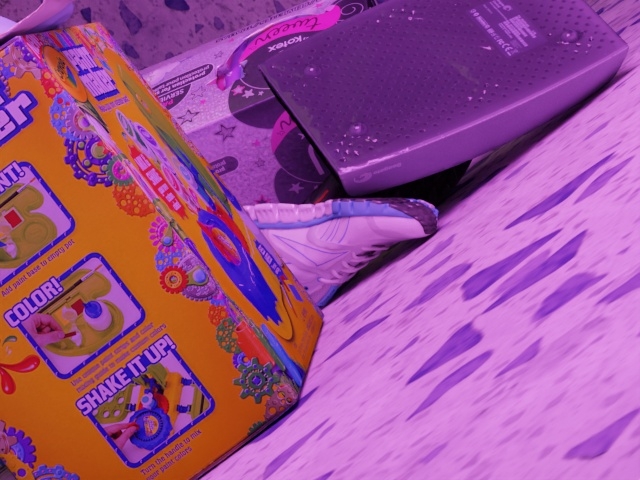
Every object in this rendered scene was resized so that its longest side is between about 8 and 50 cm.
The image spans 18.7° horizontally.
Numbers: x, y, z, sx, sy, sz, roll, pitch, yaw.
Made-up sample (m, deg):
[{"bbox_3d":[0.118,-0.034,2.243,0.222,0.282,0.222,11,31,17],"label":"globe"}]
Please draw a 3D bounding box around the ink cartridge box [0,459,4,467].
[{"bbox_3d":[-0.405,0.229,2.308,0.143,0.092,0.090,-35,7,37],"label":"ink cartridge box"}]

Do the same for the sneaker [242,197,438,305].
[{"bbox_3d":[0.015,0.009,1.508,0.190,0.083,0.071,-6,-6,43],"label":"sneaker"}]

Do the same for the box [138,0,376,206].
[{"bbox_3d":[-0.040,-0.094,1.726,0.247,0.163,0.142,-21,36,11],"label":"box"}]

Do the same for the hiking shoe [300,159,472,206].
[{"bbox_3d":[0.032,-0.037,1.638,0.227,0.086,0.114,-39,8,-5],"label":"hiking shoe"}]

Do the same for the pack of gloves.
[{"bbox_3d":[-0.245,-0.112,1.246,0.195,0.046,0.232,-37,4,-11],"label":"pack of gloves"}]

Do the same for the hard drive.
[{"bbox_3d":[0.098,-0.132,1.548,0.254,0.054,0.172,-24,47,-12],"label":"hard drive"}]

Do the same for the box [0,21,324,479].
[{"bbox_3d":[-0.155,0.019,1.302,0.177,0.279,0.290,-37,5,8],"label":"box"}]
